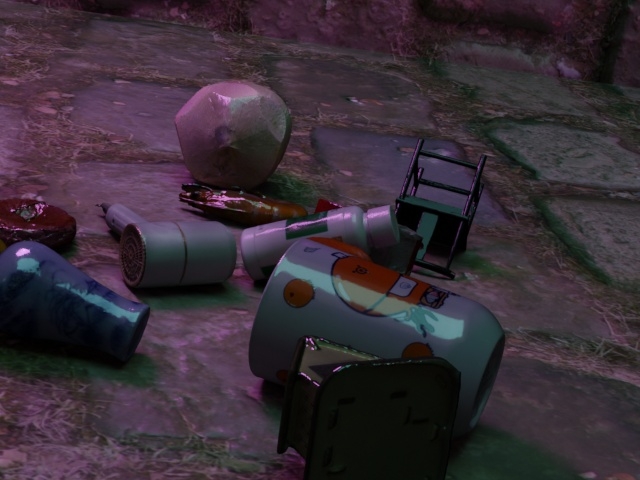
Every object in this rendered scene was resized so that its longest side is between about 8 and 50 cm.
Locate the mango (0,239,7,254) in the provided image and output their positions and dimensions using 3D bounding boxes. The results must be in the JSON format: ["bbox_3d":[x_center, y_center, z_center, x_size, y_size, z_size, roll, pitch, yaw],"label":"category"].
[{"bbox_3d":[-0.591,0.008,1.984,0.227,0.099,0.136,11,13,-24],"label":"mango"}]

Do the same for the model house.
[{"bbox_3d":[0.016,0.201,1.656,0.205,0.218,0.279,-1,20,-29],"label":"model house"}]

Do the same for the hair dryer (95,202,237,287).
[{"bbox_3d":[-0.295,-0.017,2.199,0.173,0.107,0.357,0,18,-33],"label":"hair dryer"}]

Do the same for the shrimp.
[{"bbox_3d":[-0.143,-0.070,2.435,0.249,0.068,0.150,12,9,-11],"label":"shrimp"}]

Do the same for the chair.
[{"bbox_3d":[0.215,-0.041,2.447,0.154,0.141,0.260,16,67,12],"label":"chair"}]

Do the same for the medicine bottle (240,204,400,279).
[{"bbox_3d":[0.000,0.000,2.155,0.260,0.095,0.095,-10,18,13],"label":"medicine bottle"}]

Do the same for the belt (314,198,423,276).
[{"bbox_3d":[0.071,0.013,2.250,0.201,0.124,0.128,20,1,16],"label":"belt"}]

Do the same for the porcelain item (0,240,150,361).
[{"bbox_3d":[-0.378,0.086,1.848,0.259,0.141,0.141,20,22,3],"label":"porcelain item"}]

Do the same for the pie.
[{"bbox_3d":[-0.498,-0.025,2.164,0.182,0.049,0.182,7,18,-2],"label":"pie"}]

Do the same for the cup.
[{"bbox_3d":[0.086,0.147,1.815,0.317,0.212,0.212,20,23,16],"label":"cup"}]

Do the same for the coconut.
[{"bbox_3d":[-0.175,-0.208,2.545,0.227,0.227,0.230,14,12,8],"label":"coconut"}]

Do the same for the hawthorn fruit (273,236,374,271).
[{"bbox_3d":[0.051,0.081,2.083,0.285,0.165,0.165,12,15,-46],"label":"hawthorn fruit"}]
